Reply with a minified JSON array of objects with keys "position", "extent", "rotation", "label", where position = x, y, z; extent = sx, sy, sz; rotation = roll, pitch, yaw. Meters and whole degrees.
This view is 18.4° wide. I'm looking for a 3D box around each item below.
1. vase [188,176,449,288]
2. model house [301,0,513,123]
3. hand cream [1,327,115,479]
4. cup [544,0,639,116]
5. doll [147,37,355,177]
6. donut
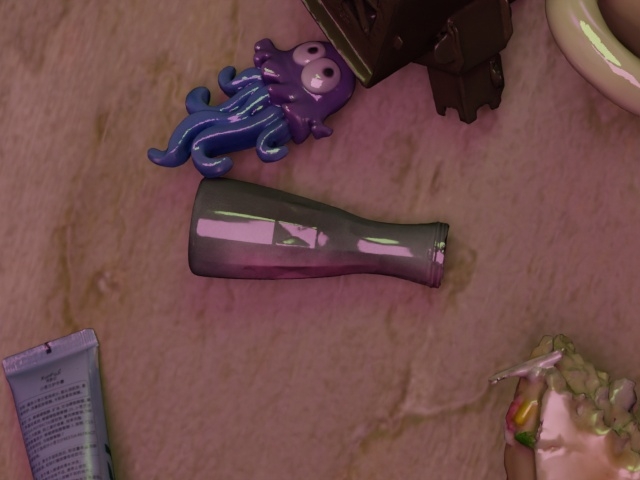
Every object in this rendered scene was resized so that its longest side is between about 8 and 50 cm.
[{"position":[0.000,0.000,1.670],"extent":[0.214,0.086,0.086],"rotation":[7,94,4],"label":"vase"},{"position":[0.081,-0.217,1.609],"extent":[0.204,0.211,0.243],"rotation":[19,133,47],"label":"model house"},{"position":[-0.208,0.211,1.698],"extent":[0.091,0.058,0.271],"rotation":[-21,66,12],"label":"hand cream"},{"position":[0.292,-0.194,1.522],"extent":[0.202,0.255,0.173],"rotation":[43,113,6],"label":"cup"},{"position":[-0.050,-0.111,1.667],"extent":[0.206,0.067,0.110],"rotation":[-29,64,-5],"label":"doll"},{"position":[0.335,0.198,1.574],"extent":[0.371,0.150,0.307],"rotation":[-10,97,4],"label":"donut"}]
